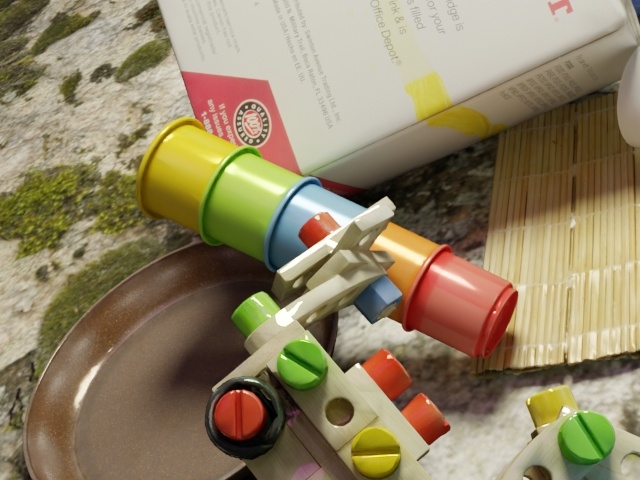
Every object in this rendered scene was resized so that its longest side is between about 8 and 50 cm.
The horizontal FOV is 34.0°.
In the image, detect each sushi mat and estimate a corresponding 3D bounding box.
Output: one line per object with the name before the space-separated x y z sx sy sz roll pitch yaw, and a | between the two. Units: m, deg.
sushi mat | 0.211 -0.016 0.879 0.151 0.019 0.316 -9 42 24

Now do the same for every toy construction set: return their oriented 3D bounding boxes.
toy construction set | 0.060 0.106 0.650 0.215 0.151 0.328 -39 61 -6

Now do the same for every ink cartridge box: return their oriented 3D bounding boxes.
ink cartridge box | 0.066 -0.215 0.955 0.384 0.160 0.279 -23 77 21

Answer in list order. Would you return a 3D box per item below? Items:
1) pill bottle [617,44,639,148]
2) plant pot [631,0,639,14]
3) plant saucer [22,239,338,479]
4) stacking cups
pill bottle | 0.344 -0.099 0.795 0.216 0.121 0.121 17 57 44
plant pot | 0.363 -0.381 1.006 0.236 0.236 0.212 -12 35 10
plant saucer | -0.117 0.119 0.925 0.310 0.050 0.310 -20 37 16
stacking cups | 0.000 0.000 0.831 0.316 0.096 0.096 26 62 24
